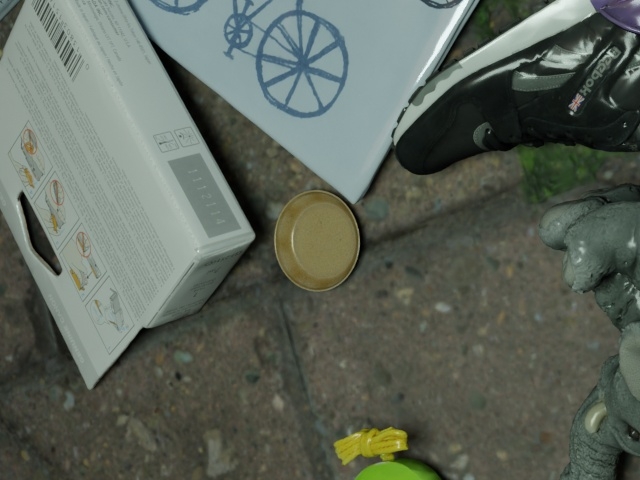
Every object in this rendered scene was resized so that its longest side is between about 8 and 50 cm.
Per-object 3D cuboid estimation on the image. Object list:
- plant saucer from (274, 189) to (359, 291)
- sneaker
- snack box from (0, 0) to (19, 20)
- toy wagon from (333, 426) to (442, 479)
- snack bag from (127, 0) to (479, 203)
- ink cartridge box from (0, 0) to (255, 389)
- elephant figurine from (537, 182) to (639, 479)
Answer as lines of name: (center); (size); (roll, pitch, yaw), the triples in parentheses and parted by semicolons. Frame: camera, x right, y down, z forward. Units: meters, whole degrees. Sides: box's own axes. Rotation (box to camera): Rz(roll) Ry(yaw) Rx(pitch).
plant saucer: (0.000, 0.000, 1.364); (0.083, 0.015, 0.083); (2, 93, 32)
sneaker: (0.178, -0.102, 1.195); (0.283, 0.107, 0.124); (-34, 77, 29)
snack box: (-0.300, -0.273, 1.533); (0.141, 0.037, 0.100); (-39, 71, 28)
toy wagon: (0.088, 0.312, 1.290); (0.267, 0.068, 0.345); (-16, 83, 32)
snack bag: (0.001, -0.256, 1.343); (0.323, 0.037, 0.343); (40, 110, 24)
ink cartridge box: (-0.197, -0.055, 1.460); (0.296, 0.066, 0.261); (61, 143, 16)
elephant figurine: (0.251, 0.078, 1.146); (0.169, 0.186, 0.240); (-14, 96, -10)
